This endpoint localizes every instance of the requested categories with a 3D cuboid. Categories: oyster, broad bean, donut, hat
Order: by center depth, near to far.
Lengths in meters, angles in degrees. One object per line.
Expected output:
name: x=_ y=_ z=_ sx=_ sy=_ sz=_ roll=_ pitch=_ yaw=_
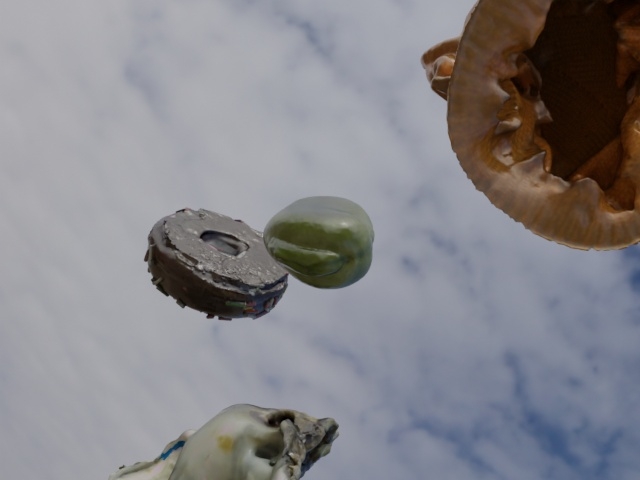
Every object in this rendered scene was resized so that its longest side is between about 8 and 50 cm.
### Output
oyster: x=-0.099 y=0.204 z=0.568 sx=0.222 sy=0.214 sz=0.083 roll=-19 pitch=-76 yaw=16
hat: x=0.184 y=-0.132 z=0.689 sx=0.244 sy=0.233 sz=0.233 roll=52 pitch=-1 yaw=-13
broad bean: x=0.000 y=0.000 z=0.869 sx=0.174 sy=0.124 sz=0.082 roll=-118 pitch=-152 yaw=-76
donut: x=-0.181 y=0.041 z=1.385 sx=0.269 sy=0.269 sz=0.103 roll=37 pitch=-65 yaw=25

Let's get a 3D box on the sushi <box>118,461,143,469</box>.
sushi: x=-0.219 y=0.525 z=1.259 sx=0.351 sy=0.396 sz=0.240 roll=4 pitch=-83 yaw=10
